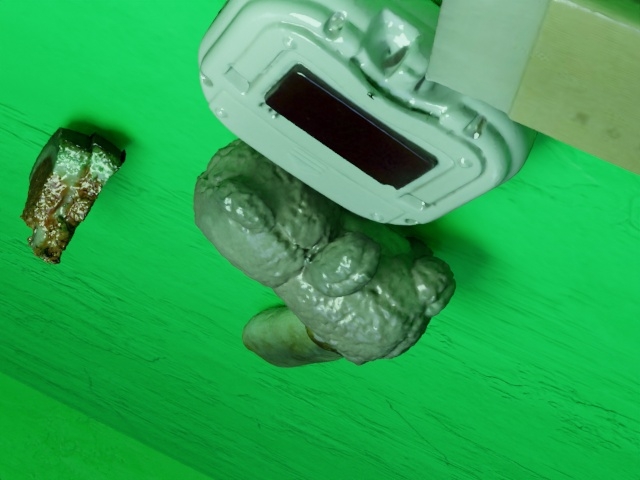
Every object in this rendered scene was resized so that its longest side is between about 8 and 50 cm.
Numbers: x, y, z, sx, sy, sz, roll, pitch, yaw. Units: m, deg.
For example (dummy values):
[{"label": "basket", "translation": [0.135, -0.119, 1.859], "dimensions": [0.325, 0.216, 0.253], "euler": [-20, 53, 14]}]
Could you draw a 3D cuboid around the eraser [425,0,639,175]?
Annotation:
[{"label": "eraser", "translation": [0.239, -0.097, 0.691], "dimensions": [0.343, 0.078, 0.144], "euler": [24, 155, 10]}]

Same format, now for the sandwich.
[{"label": "sandwich", "translation": [-0.309, -0.061, 1.302], "dimensions": [0.079, 0.159, 0.235], "euler": [30, 177, -17]}]

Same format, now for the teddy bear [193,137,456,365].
[{"label": "teddy bear", "translation": [0.000, 0.001, 1.068], "dimensions": [0.267, 0.151, 0.236], "euler": [45, -179, -14]}]

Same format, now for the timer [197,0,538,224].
[{"label": "timer", "translation": [0.029, -0.113, 0.881], "dimensions": [0.262, 0.087, 0.237], "euler": [33, 156, -13]}]

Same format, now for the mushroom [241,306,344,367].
[{"label": "mushroom", "translation": [-0.016, 0.118, 1.427], "dimensions": [0.100, 0.081, 0.312], "euler": [37, 160, -13]}]
